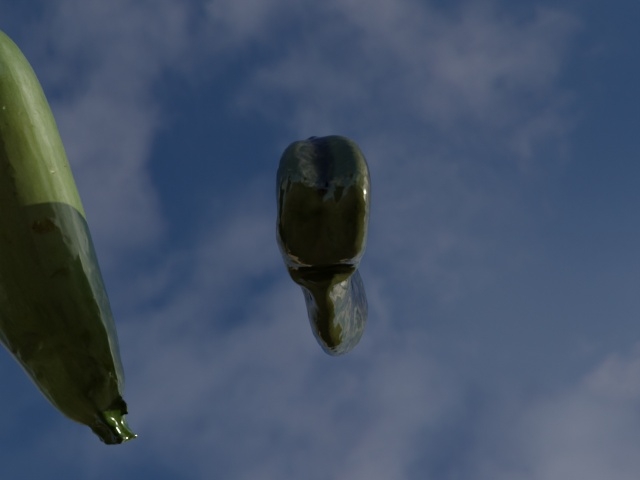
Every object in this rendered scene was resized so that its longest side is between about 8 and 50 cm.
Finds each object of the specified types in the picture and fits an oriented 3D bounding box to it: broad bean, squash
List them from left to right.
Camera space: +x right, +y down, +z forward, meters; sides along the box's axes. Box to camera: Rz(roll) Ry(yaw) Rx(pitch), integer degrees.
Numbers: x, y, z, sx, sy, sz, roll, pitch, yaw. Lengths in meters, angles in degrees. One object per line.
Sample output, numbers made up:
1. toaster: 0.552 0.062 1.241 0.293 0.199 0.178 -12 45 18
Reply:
1. squash: -0.240 -0.004 1.363 0.118 0.371 0.118 -21 -9 -3
2. broad bean: 0.003 0.000 1.363 0.072 0.153 0.207 0 -33 1
